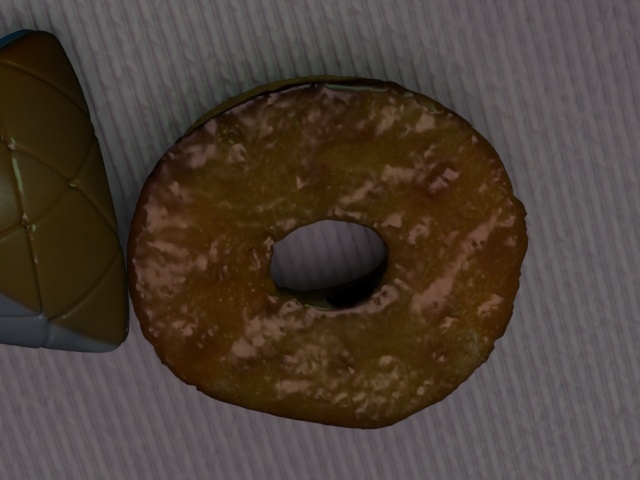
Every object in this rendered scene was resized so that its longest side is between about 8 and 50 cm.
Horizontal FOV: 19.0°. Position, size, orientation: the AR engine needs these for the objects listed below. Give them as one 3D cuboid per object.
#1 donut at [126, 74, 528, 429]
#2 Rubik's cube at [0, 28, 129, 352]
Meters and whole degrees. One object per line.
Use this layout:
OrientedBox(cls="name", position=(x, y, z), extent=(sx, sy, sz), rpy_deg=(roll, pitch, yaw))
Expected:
OrientedBox(cls="donut", position=(0.000, 0.000, 1.454), extent=(0.303, 0.110, 0.302), rpy_deg=(-3, 111, -8))
OrientedBox(cls="Rubik's cube", position=(-0.251, 0.011, 1.389), extent=(0.254, 0.254, 0.254), rpy_deg=(-2, 109, -7))
